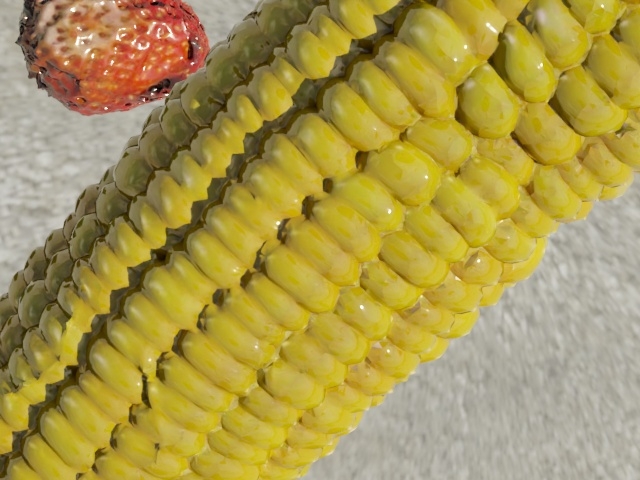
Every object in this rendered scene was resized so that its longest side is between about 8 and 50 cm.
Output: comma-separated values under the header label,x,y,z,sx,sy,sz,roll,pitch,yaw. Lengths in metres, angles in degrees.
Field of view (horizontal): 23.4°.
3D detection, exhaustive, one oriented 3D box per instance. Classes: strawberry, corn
label,x,y,z,sx,sy,sz,roll,pitch,yaw
strawberry,-0.100,-0.098,0.741,0.096,0.083,0.083,24,97,1
corn,-0.003,-0.004,0.379,0.313,0.102,0.102,-42,90,13
